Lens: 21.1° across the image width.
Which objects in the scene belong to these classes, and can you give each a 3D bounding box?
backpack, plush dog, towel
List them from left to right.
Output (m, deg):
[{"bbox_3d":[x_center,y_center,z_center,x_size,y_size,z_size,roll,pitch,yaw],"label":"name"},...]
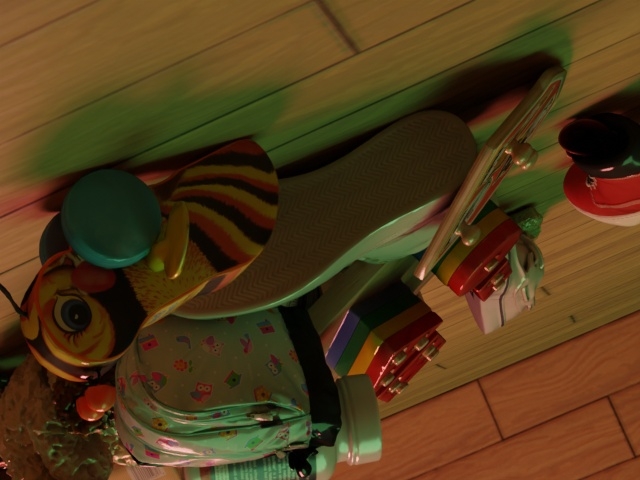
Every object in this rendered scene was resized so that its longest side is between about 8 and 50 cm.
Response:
[{"bbox_3d":[-0.209,0.131,1.601,0.225,0.210,0.262,-49,-179,35],"label":"plush dog"},{"bbox_3d":[-0.085,0.120,1.448,0.182,0.152,0.115,-7,138,-19],"label":"backpack"},{"bbox_3d":[0.210,-0.001,2.048,0.110,0.027,0.148,-22,169,1],"label":"towel"}]

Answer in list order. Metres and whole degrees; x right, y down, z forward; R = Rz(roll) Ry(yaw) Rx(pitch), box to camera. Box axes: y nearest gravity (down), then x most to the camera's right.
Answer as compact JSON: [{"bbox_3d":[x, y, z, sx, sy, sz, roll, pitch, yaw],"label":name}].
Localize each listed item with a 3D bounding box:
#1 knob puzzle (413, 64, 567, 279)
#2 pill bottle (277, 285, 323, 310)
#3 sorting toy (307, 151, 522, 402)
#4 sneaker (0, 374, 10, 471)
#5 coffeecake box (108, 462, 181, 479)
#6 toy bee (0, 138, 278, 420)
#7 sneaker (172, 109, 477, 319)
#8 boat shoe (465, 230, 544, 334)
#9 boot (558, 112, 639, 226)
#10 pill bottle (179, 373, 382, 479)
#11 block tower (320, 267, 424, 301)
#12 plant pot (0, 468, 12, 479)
[{"bbox_3d":[0.161,-0.067,1.431,0.213,0.030,0.213,-54,171,-13],"label":"knob puzzle"},{"bbox_3d":[-0.053,0.052,1.628,0.094,0.094,0.169,-25,168,12],"label":"pill bottle"},{"bbox_3d":[0.095,0.052,1.678,0.257,0.089,0.255,-46,168,0],"label":"sorting toy"},{"bbox_3d":[-0.318,0.192,1.765,0.135,0.097,0.276,-32,167,31],"label":"sneaker"},{"bbox_3d":[-0.237,0.259,2.082,0.142,0.068,0.185,-24,-159,6],"label":"coffeecake box"},{"bbox_3d":[-0.154,0.041,1.234,0.298,0.162,0.195,-21,170,-5],"label":"toy bee"},{"bbox_3d":[0.000,0.000,1.462,0.292,0.108,0.169,-23,165,0],"label":"sneaker"},{"bbox_3d":[0.210,0.028,1.935,0.088,0.096,0.267,-23,153,-4],"label":"boat shoe"},{"bbox_3d":[0.281,-0.080,1.726,0.176,0.088,0.244,22,173,-25],"label":"boot"},{"bbox_3d":[-0.040,0.173,1.557,0.180,0.108,0.108,-7,166,-8],"label":"pill bottle"},{"bbox_3d":[-0.048,0.107,1.903,0.335,0.091,0.097,-16,168,-26],"label":"block tower"},{"bbox_3d":[-0.464,0.307,1.834,0.215,0.215,0.230,-25,154,15],"label":"plant pot"}]
